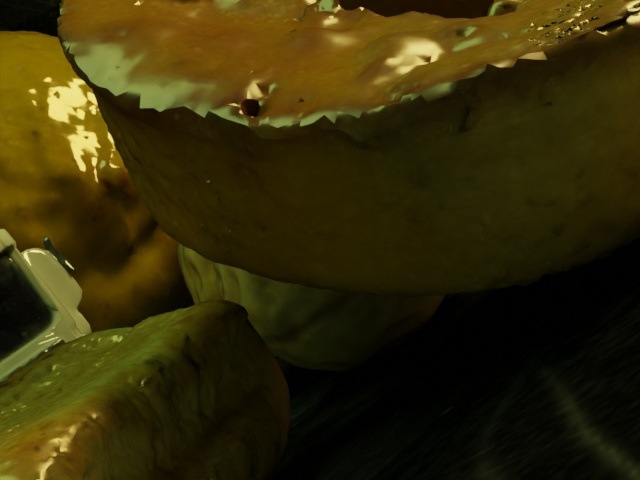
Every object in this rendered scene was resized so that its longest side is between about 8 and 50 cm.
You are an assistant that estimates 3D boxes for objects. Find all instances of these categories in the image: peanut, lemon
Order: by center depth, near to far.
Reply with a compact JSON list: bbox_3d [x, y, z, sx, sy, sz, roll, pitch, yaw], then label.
[{"bbox_3d":[0.000,0.000,0.854,0.147,0.147,0.305,-36,7,-12],"label":"peanut"},{"bbox_3d":[-0.207,0.010,1.011,0.297,0.297,0.297,-35,2,1],"label":"lemon"}]

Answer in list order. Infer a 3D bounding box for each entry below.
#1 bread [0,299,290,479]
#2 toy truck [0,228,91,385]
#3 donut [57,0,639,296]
[{"bbox_3d":[-0.087,0.089,0.577,0.113,0.083,0.211,-13,9,23],"label":"bread"},{"bbox_3d":[-0.249,0.127,0.811,0.387,0.207,0.173,-33,3,46],"label":"toy truck"},{"bbox_3d":[0.039,-0.068,0.651,0.277,0.109,0.277,-7,25,3],"label":"donut"}]
